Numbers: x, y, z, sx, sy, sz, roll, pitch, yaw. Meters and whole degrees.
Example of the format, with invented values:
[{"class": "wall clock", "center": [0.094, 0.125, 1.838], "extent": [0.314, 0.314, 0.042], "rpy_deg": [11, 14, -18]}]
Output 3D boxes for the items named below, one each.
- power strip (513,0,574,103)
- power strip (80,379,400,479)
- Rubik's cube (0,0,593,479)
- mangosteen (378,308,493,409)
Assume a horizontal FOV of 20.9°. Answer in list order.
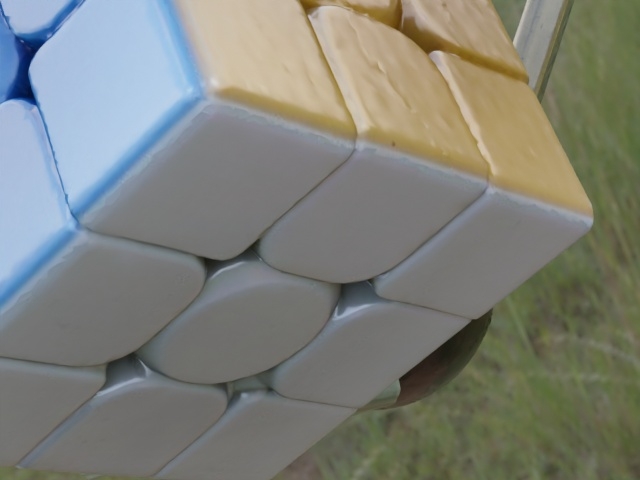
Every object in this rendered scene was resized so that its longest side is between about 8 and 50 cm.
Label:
[{"class": "power strip", "center": [0.174, -0.108, 1.564], "extent": [0.044, 0.305, 0.064], "rpy_deg": [19, 3, 11]}, {"class": "power strip", "center": [-0.069, 0.113, 1.206], "extent": [0.105, 0.070, 0.257], "rpy_deg": [-5, -10, -46]}, {"class": "Rubik's cube", "center": [-0.087, -0.067, 0.932], "extent": [0.290, 0.291, 0.291], "rpy_deg": [-42, 54, 29]}, {"class": "mangosteen", "center": [0.000, 0.043, 1.341], "extent": [0.261, 0.235, 0.235], "rpy_deg": [-38, 23, 11]}]
